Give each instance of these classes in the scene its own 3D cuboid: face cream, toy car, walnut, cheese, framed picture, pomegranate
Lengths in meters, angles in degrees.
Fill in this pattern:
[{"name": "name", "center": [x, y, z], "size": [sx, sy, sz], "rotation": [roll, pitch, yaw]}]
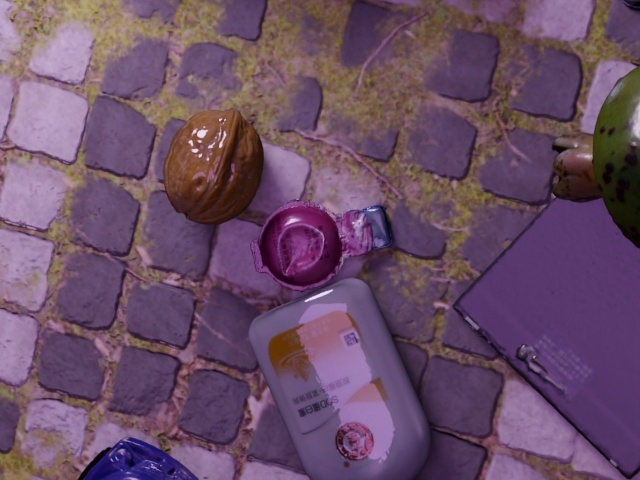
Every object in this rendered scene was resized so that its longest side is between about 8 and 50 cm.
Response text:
[{"name": "face cream", "center": [0.037, 0.191, 1.958], "size": [0.144, 0.071, 0.291], "rotation": [-21, 91, 14]}, {"name": "toy car", "center": [-0.221, 0.333, 1.991], "size": [0.172, 0.158, 0.235], "rotation": [37, 104, 7]}, {"name": "walnut", "center": [-0.108, -0.077, 1.951], "size": [0.105, 0.105, 0.124], "rotation": [23, 86, 10]}, {"name": "cheese", "center": [0.000, 0.000, 1.963], "size": [0.145, 0.038, 0.095], "rotation": [-13, 93, 6]}, {"name": "framed picture", "center": [0.334, 0.036, 1.900], "size": [0.255, 0.014, 0.338], "rotation": [44, 103, 6]}, {"name": "pomegranate", "center": [0.325, -0.073, 1.802], "size": [0.248, 0.202, 0.202], "rotation": [-8, 95, 44]}]

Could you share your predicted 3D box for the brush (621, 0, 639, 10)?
[{"name": "brush", "center": [0.257, -0.359, 1.849], "size": [0.068, 0.060, 0.296], "rotation": [-27, 90, 17]}]
